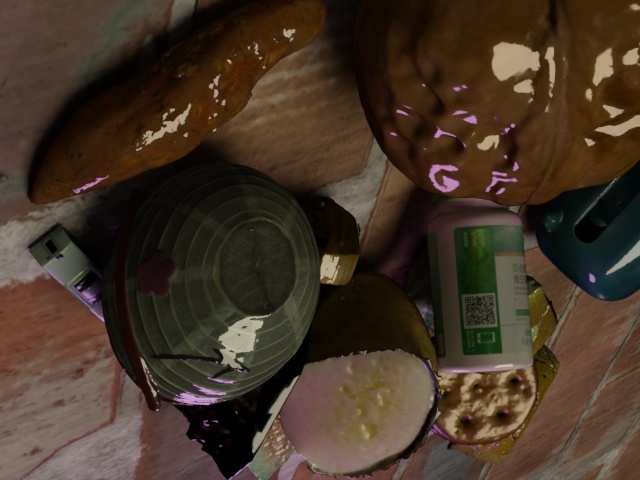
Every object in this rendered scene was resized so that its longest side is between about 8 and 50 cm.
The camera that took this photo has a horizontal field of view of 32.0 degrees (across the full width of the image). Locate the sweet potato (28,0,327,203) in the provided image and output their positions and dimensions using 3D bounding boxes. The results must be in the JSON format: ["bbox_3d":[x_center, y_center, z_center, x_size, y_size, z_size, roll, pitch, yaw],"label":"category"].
[{"bbox_3d":[-0.135,-0.137,1.075,0.354,0.095,0.106,-36,-171,-5],"label":"sweet potato"}]

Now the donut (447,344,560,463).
[{"bbox_3d":[0.350,0.300,2.061,0.272,0.107,0.272,-55,173,-11],"label":"donut"}]

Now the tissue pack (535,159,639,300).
[{"bbox_3d":[0.486,-0.051,1.778,0.287,0.198,0.206,-49,150,13],"label":"tissue pack"}]

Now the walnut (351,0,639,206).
[{"bbox_3d":[0.210,-0.212,1.171,0.354,0.308,0.398,5,140,1],"label":"walnut"}]

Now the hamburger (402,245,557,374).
[{"bbox_3d":[0.235,0.104,1.712,0.192,0.167,0.288,-41,148,-1],"label":"hamburger"}]

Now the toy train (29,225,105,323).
[{"bbox_3d":[-0.247,0.054,1.231,0.043,0.047,0.207,-41,147,-5],"label":"toy train"}]

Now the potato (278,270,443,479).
[{"bbox_3d":[0.062,0.157,1.525,0.229,0.229,0.266,-60,-171,26],"label":"potato"}]

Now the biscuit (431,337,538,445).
[{"bbox_3d":[0.262,0.246,1.896,0.220,0.220,0.066,-43,-171,1],"label":"biscuit"}]

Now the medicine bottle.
[{"bbox_3d":[0.214,0.041,1.523,0.133,0.274,0.133,-5,175,0],"label":"medicine bottle"}]

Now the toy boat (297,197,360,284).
[{"bbox_3d":[0.000,0.000,1.332,0.226,0.088,0.068,-88,-164,-74],"label":"toy boat"}]

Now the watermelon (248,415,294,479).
[{"bbox_3d":[-0.040,0.220,1.643,0.241,0.094,0.154,-37,139,-13],"label":"watermelon"}]

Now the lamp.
[{"bbox_3d":[-0.120,0.050,1.187,0.233,0.265,0.233,-1,165,0],"label":"lamp"}]

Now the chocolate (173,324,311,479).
[{"bbox_3d":[-0.141,0.150,1.412,0.177,0.206,0.224,31,89,-14],"label":"chocolate"}]
